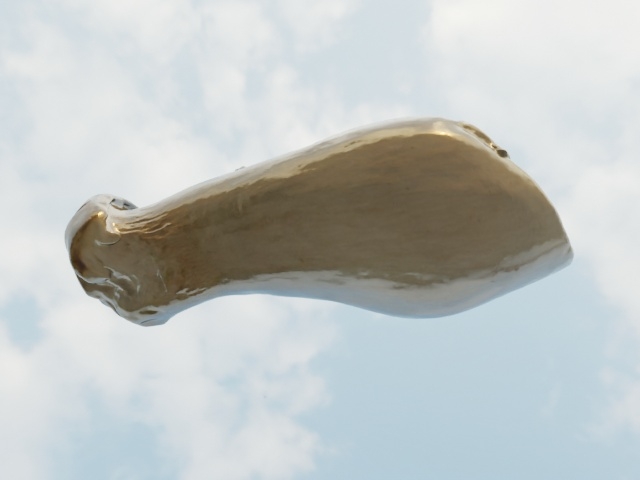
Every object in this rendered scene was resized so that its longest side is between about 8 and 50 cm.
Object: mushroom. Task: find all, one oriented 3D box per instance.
[{"bbox_3d":[0.000,0.000,0.474,0.225,0.116,0.093,-12,-92,-9],"label":"mushroom"}]
